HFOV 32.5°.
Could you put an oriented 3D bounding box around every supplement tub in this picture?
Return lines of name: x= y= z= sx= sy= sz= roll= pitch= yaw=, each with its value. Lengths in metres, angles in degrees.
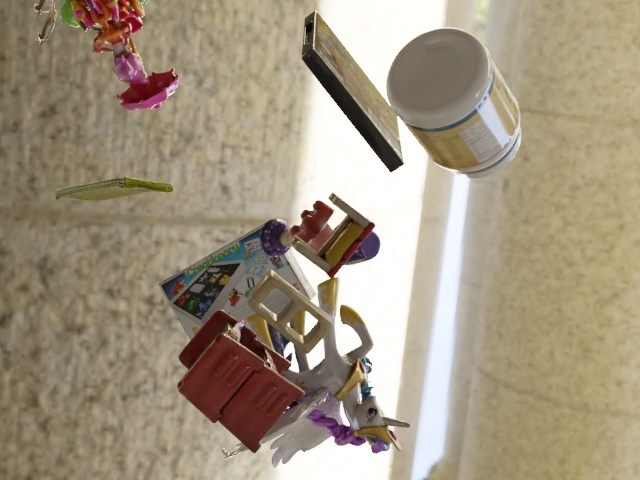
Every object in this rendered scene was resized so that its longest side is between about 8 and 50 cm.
supplement tub: x=0.187 y=-0.180 z=1.488 sx=0.144 sy=0.144 sz=0.200 roll=13 pitch=164 yaw=30

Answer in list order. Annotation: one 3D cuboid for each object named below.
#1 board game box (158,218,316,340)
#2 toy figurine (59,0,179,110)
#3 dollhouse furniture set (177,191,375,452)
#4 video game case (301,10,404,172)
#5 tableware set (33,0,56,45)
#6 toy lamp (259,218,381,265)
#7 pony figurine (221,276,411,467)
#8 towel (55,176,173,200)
board game box: x=-0.184 y=0.107 z=2.394 sx=0.305 sy=0.193 sz=0.053 roll=-28 pitch=-177 yaw=22
toy figurine: x=-0.235 y=-0.236 z=1.331 sx=0.130 sy=0.159 sz=0.173 roll=-27 pitch=170 yaw=9
dollhouse furniture set: x=-0.046 y=0.110 z=1.649 sx=0.152 sy=0.374 sz=0.201 roll=40 pitch=-177 yaw=-10
video game case: x=0.060 y=-0.282 z=2.055 sx=0.035 sy=0.275 sz=0.248 roll=-34 pitch=-158 yaw=17
tableware set: x=-0.448 y=-0.416 z=1.858 sx=0.020 sy=0.168 sz=0.141 roll=21 pitch=-151 yaw=-29
toy lamp: x=0.000 y=0.000 z=1.907 sx=0.080 sy=0.080 sz=0.275 roll=-2 pitch=-174 yaw=-38
pony figurine: x=-0.021 y=0.304 z=2.235 sx=0.351 sy=0.363 sz=0.303 roll=-26 pitch=163 yaw=18
towel: x=-0.367 y=-0.085 z=1.938 sx=0.102 sy=0.021 sz=0.237 roll=9 pitch=171 yaw=-42
